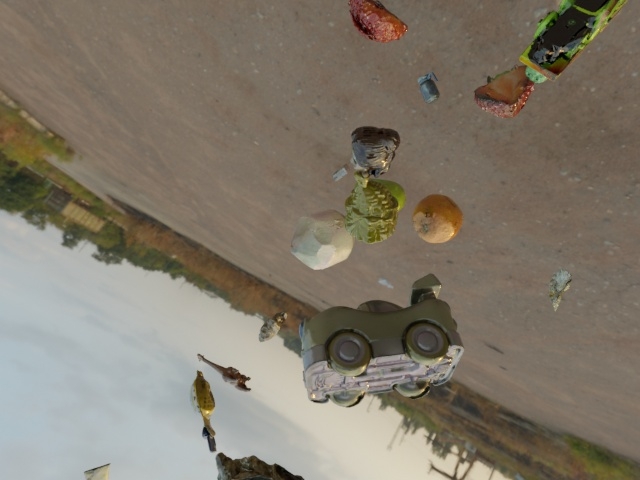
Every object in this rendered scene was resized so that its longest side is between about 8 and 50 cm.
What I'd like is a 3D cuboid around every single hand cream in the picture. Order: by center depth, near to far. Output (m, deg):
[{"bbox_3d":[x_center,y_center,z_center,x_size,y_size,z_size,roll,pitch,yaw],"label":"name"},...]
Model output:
[{"bbox_3d":[-0.571,0.643,1.087,0.061,0.143,0.039,-5,-160,-31],"label":"hand cream"}]

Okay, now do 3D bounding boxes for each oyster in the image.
[{"bbox_3d":[-0.090,0.585,0.892,0.361,0.221,0.096,52,175,20],"label":"oyster"},{"bbox_3d":[0.891,0.176,1.570,0.045,0.146,0.122,15,156,9],"label":"oyster"}]

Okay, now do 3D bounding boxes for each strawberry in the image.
[{"bbox_3d":[0.127,-0.531,1.017,0.121,0.082,0.188,8,-145,-41],"label":"strawberry"},{"bbox_3d":[0.454,-0.352,1.020,0.085,0.140,0.192,52,178,-28],"label":"strawberry"}]

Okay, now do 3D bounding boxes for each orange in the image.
[{"bbox_3d":[0.582,-0.110,2.098,0.246,0.246,0.246,30,167,7],"label":"orange"}]

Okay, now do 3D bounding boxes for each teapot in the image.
[{"bbox_3d":[0.332,-0.467,1.290,0.063,0.049,0.083,4,-118,-86],"label":"teapot"}]

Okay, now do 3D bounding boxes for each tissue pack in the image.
[{"bbox_3d":[0.084,-0.279,1.715,0.035,0.063,0.083,51,-157,-12],"label":"tissue pack"}]

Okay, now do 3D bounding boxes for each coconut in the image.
[{"bbox_3d":[0.000,0.000,1.526,0.234,0.224,0.224,-16,-155,-38],"label":"coconut"}]

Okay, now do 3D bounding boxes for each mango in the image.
[{"bbox_3d":[0.252,-0.194,1.883,0.273,0.185,0.149,18,134,39],"label":"mango"}]

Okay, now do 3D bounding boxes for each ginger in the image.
[{"bbox_3d":[-0.207,0.378,1.861,0.080,0.166,0.333,49,174,7],"label":"ginger"}]

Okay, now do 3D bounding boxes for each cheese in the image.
[{"bbox_3d":[-0.362,0.532,1.317,0.156,0.064,0.250,88,163,-62],"label":"cheese"}]

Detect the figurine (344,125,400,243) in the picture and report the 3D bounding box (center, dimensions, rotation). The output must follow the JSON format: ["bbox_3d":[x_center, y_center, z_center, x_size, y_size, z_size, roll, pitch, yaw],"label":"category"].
[{"bbox_3d":[0.130,-0.168,1.152,0.168,0.187,0.315,17,144,25],"label":"figurine"}]

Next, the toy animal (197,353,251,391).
[{"bbox_3d":[-0.400,0.548,1.760,0.224,0.066,0.229,47,150,-24],"label":"toy animal"}]

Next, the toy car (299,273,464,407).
[{"bbox_3d":[0.122,0.221,0.948,0.335,0.226,0.242,-6,140,-2],"label":"toy car"}]

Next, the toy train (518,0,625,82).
[{"bbox_3d":[0.519,-0.439,0.844,0.100,0.296,0.160,41,174,16],"label":"toy train"}]
